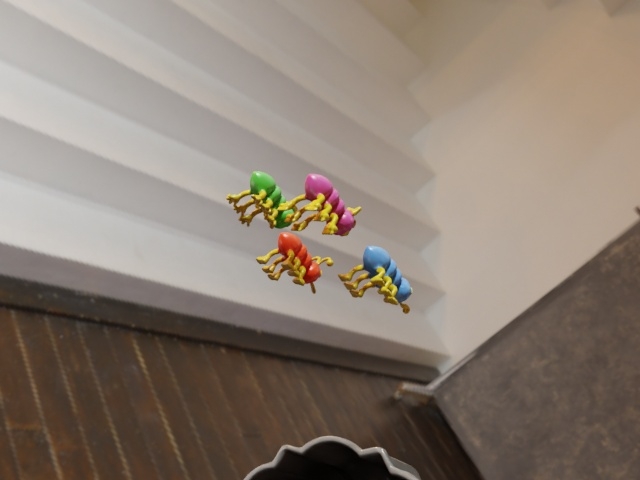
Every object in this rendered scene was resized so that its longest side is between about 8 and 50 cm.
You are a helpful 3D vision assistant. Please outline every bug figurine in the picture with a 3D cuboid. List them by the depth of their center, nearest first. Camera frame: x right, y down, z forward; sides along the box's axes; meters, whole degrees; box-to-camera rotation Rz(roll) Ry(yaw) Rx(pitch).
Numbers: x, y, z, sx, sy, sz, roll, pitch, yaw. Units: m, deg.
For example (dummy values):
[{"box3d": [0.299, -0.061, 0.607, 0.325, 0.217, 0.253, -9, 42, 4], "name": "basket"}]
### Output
[{"box3d": [0.000, 0.000, 1.030, 0.279, 0.072, 0.216, 9, -40, 52], "name": "bug figurine"}]

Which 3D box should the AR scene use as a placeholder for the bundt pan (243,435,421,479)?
[{"box3d": [0.035, 0.380, 0.838, 0.124, 0.331, 0.331, 25, 29, -50], "name": "bundt pan"}]
